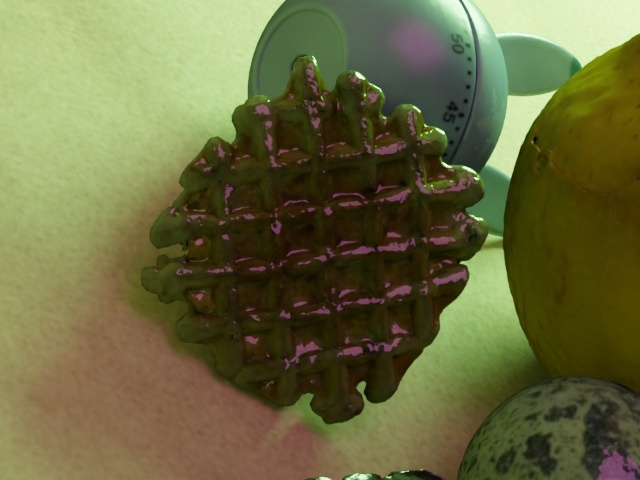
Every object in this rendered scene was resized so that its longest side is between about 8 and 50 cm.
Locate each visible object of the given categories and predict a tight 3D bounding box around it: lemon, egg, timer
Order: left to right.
[{"bbox_3d":[0.053,-0.088,1.149,0.175,0.175,0.255,52,15,15],"label":"timer"},{"bbox_3d":[0.136,0.153,0.965,0.132,0.132,0.172,23,51,-21],"label":"egg"},{"bbox_3d":[0.243,0.002,1.091,0.293,0.293,0.293,23,40,-21],"label":"lemon"}]

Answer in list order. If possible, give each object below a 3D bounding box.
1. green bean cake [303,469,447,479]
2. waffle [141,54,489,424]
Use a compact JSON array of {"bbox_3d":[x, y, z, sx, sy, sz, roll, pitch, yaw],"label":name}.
[{"bbox_3d":[0.017,0.203,0.842,0.185,0.094,0.183,-3,53,-42],"label":"green bean cake"},{"bbox_3d":[0.000,0.000,1.000,0.169,0.036,0.183,35,81,-12],"label":"waffle"}]
